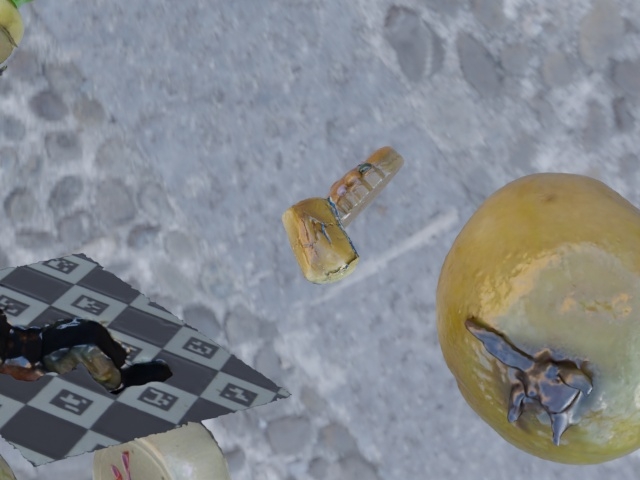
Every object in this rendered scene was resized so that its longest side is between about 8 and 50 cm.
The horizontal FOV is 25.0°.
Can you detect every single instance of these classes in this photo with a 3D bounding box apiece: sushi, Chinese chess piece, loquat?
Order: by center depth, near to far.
[{"bbox_3d":[0.201,0.067,1.181,0.244,0.244,0.244,-5,116,-10],"label":"loquat"},{"bbox_3d":[-0.230,0.119,1.307,0.292,0.294,0.059,-12,125,-48],"label":"sushi"},{"bbox_3d":[-0.228,0.366,2.098,0.103,0.250,0.249,-17,123,-42],"label":"Chinese chess piece"}]

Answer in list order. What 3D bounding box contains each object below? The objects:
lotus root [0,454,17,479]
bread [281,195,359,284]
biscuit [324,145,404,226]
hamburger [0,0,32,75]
[{"bbox_3d":[-0.192,0.169,0.663,0.138,0.138,0.214,-15,117,-5],"label":"lotus root"},{"bbox_3d":[0.000,0.000,1.727,0.072,0.106,0.053,-16,155,-17],"label":"bread"},{"bbox_3d":[0.036,-0.060,1.845,0.050,0.170,0.170,43,102,4],"label":"biscuit"},{"bbox_3d":[-0.417,-0.289,1.542,0.237,0.237,0.149,16,72,-19],"label":"hamburger"}]
